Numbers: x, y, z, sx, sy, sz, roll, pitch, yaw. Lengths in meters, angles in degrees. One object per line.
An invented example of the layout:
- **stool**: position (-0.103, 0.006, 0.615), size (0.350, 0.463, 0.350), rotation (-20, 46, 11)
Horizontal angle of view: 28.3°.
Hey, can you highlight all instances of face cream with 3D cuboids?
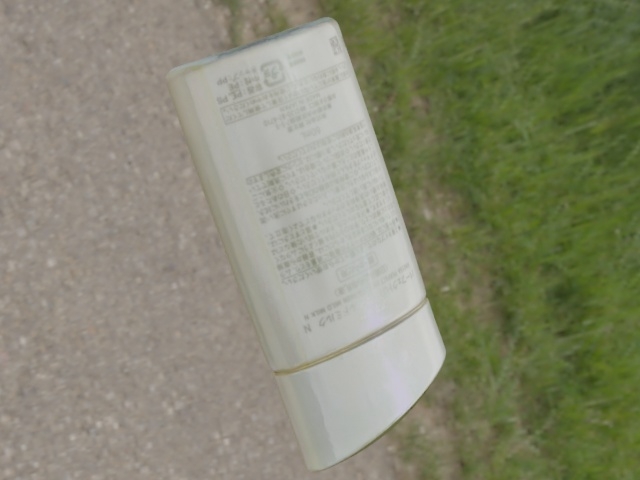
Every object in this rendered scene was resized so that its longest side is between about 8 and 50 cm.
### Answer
- **face cream**: position (0.000, 0.000, 1.058), size (0.174, 0.081, 0.348), rotation (-26, 102, -34)
